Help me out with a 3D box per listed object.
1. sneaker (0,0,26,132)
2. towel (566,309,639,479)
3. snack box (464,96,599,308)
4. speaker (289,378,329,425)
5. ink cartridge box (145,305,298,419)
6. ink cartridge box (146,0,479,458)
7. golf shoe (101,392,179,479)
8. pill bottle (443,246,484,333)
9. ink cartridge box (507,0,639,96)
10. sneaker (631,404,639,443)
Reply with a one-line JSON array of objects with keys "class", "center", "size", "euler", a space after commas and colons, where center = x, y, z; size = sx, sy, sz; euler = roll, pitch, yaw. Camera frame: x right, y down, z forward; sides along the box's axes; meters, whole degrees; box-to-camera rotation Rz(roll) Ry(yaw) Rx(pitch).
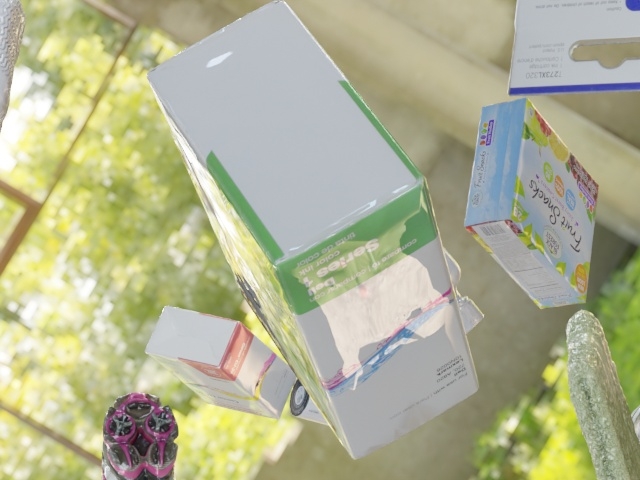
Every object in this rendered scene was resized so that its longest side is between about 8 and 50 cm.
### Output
[{"class": "sneaker", "center": [-0.365, -0.158, 1.624], "size": [0.268, 0.153, 0.101], "euler": [129, 150, -64]}, {"class": "towel", "center": [0.203, 0.133, 1.231], "size": [0.027, 0.148, 0.110], "euler": [-15, 18, 15]}, {"class": "snack box", "center": [0.257, -0.042, 2.091], "size": [0.070, 0.207, 0.174], "euler": [-10, 54, 33]}, {"class": "speaker", "center": [0.034, 0.206, 2.137], "size": [0.055, 0.136, 0.055], "euler": [-43, 39, 47]}, {"class": "ink cartridge box", "center": [-0.109, 0.158, 2.104], "size": [0.198, 0.115, 0.067], "euler": [46, -120, -51]}, {"class": "ink cartridge box", "center": [0.000, 0.000, 1.245], "size": [0.117, 0.201, 0.278], "euler": [-30, -35, -8]}, {"class": "golf shoe", "center": [-0.131, 0.210, 1.284], "size": [0.086, 0.067, 0.186], "euler": [105, 165, -53]}, {"class": "pill bottle", "center": [0.082, 0.032, 1.986], "size": [0.124, 0.221, 0.124], "euler": [-40, -4, -3]}, {"class": "ink cartridge box", "center": [0.261, -0.285, 1.418], "size": [0.069, 0.175, 0.371], "euler": [35, -120, -56]}, {"class": "sneaker", "center": [0.419, 0.159, 1.423], "size": [0.127, 0.321, 0.126], "euler": [108, 154, -80]}]
